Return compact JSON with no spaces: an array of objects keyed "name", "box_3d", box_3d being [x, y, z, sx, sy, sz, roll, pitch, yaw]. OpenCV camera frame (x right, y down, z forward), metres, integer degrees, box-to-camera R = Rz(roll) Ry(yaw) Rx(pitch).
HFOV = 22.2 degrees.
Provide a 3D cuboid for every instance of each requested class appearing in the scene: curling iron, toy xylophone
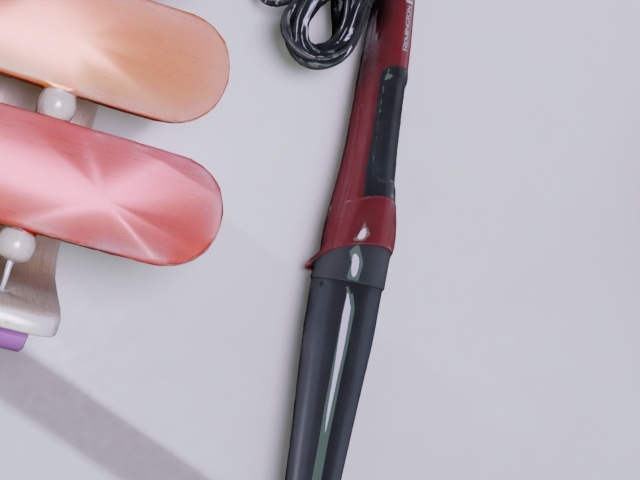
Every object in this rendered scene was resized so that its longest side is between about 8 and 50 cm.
[{"name":"curling iron","box_3d":[0.000,0.000,0.646,0.068,0.035,0.274,4,88,-12]},{"name":"toy xylophone","box_3d":[-0.140,-0.128,0.579,0.236,0.081,0.323,8,88,-16]}]
